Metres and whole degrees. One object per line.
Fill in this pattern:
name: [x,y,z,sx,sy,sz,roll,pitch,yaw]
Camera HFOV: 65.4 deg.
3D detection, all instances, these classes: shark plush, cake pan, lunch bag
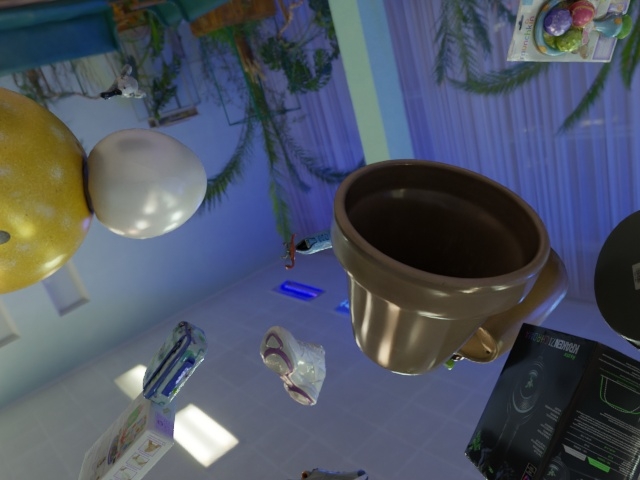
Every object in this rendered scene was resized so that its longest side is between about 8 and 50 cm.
shark plush: [-0.417,-0.304,1.037,0.067,0.073,0.161,-22,-145,7]
cake pan: [0.619,0.065,0.923,0.054,0.293,0.293,11,-162,-10]
lunch bag: [-0.414,0.347,1.418,0.219,0.090,0.176,-53,-156,1]

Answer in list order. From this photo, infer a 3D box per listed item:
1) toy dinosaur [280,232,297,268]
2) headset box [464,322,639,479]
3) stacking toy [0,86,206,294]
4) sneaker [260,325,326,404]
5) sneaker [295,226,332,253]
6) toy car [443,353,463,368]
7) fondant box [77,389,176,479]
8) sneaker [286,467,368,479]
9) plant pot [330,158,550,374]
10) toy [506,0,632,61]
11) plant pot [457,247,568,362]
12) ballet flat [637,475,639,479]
toy dinosaur: [-0.089,0.038,1.444,0.047,0.090,0.082,0,-132,-23]
headset box: [0.368,0.296,0.787,0.131,0.283,0.246,26,177,0]
stacking toy: [-0.358,-0.055,0.490,0.479,0.351,0.350,-8,-162,-14]
sneaker: [-0.066,0.315,1.365,0.114,0.305,0.152,8,-132,31]
sneaker: [0.000,0.000,1.802,0.209,0.069,0.082,-22,172,26]
toy car: [0.513,0.386,1.923,0.149,0.188,0.155,39,-108,16]
fondant box: [-0.558,0.600,1.435,0.330,0.096,0.238,-48,-158,5]
sneaker: [0.020,0.630,1.287,0.271,0.100,0.108,7,-146,-44]
plant pot: [0.133,0.050,0.670,0.263,0.229,0.263,5,-141,-4]
toy: [0.478,-0.400,0.928,0.237,0.137,0.056,-6,-149,-16]
plant pot: [0.380,0.137,1.089,0.237,0.237,0.254,3,-146,42]
ballet flat: [0.626,0.477,1.032,0.483,0.164,0.182,43,-90,22]
